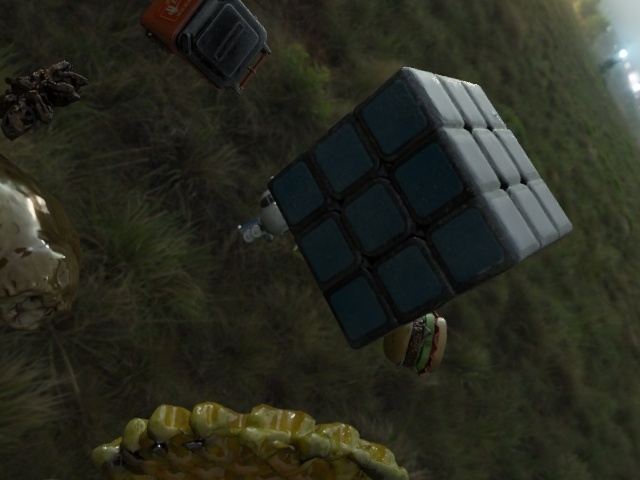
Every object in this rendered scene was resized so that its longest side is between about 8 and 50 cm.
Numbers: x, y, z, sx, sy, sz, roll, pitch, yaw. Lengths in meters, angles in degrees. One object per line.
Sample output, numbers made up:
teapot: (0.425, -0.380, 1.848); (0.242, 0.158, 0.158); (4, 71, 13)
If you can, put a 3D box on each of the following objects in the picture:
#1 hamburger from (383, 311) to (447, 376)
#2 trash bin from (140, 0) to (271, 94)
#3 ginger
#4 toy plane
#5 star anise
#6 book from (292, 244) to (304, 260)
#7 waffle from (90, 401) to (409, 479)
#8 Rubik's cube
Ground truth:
hamburger: (0.227, 0.247, 1.472); (0.136, 0.175, 0.175); (12, 49, -5)
trash bin: (-0.235, -0.414, 1.183); (0.238, 0.161, 0.184); (35, -3, 42)
ginger: (-0.263, -0.003, 0.471); (0.218, 0.123, 0.270); (36, -2, 27)
toy plane: (-0.102, -0.090, 1.535); (0.123, 0.266, 0.267); (53, 33, -15)
star anise: (-0.511, -0.243, 1.019); (0.073, 0.233, 0.177); (57, 39, -41)
book: (0.000, 0.000, 1.120); (0.077, 0.014, 0.111); (35, 55, -13)
waffle: (-0.063, 0.247, 0.621); (0.329, 0.329, 0.062); (41, 38, -37)
Rubik's cube: (0.158, -0.052, 0.927); (0.303, 0.301, 0.305); (-16, 72, -54)
